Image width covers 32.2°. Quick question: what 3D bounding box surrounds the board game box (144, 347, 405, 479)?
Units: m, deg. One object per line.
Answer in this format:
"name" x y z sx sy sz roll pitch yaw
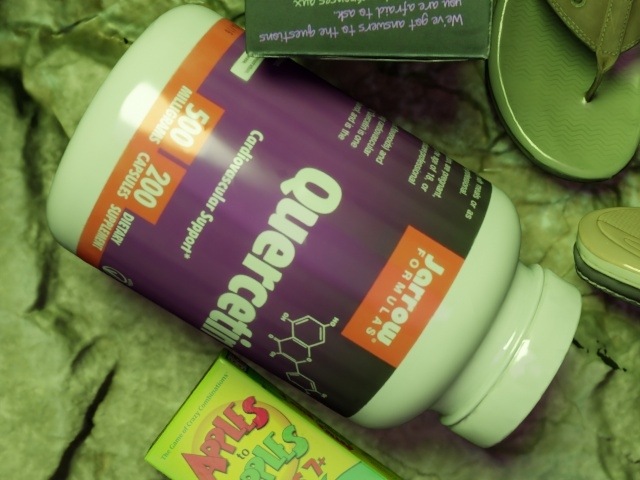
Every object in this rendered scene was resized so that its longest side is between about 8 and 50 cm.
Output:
"board game box" -0.026 0.170 0.804 0.181 0.043 0.092 37 93 -4

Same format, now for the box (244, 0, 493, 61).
"box" 0.031 -0.251 0.647 0.143 0.165 0.270 2 109 2

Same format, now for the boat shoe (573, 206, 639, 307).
"boat shoe" 0.307 0.058 0.776 0.285 0.103 0.092 15 127 -2

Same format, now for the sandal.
"sandal" 0.187 -0.191 0.757 0.120 0.086 0.303 8 94 -1

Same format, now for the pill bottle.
"pill bottle" 0.000 0.000 0.722 0.323 0.181 0.181 31 93 -3
